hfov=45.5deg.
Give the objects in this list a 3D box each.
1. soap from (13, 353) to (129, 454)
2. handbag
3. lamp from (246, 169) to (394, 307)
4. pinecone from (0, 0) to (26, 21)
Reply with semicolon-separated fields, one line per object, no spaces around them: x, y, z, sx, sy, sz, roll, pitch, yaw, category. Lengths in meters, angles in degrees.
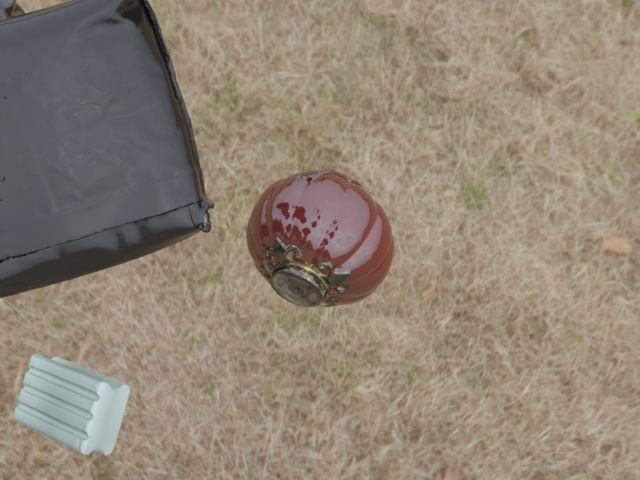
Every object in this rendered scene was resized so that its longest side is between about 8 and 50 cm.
-0.560;0.364;1.712;0.265;0.087;0.160;10;83;36;soap
-0.232;-0.075;0.644;0.246;0.080;0.223;-16;97;0;handbag
0.000;0.000;1.524;0.303;0.303;0.257;19;57;7;lamp
-0.581;-0.365;1.053;0.397;0.398;0.398;1;63;-2;pinecone
